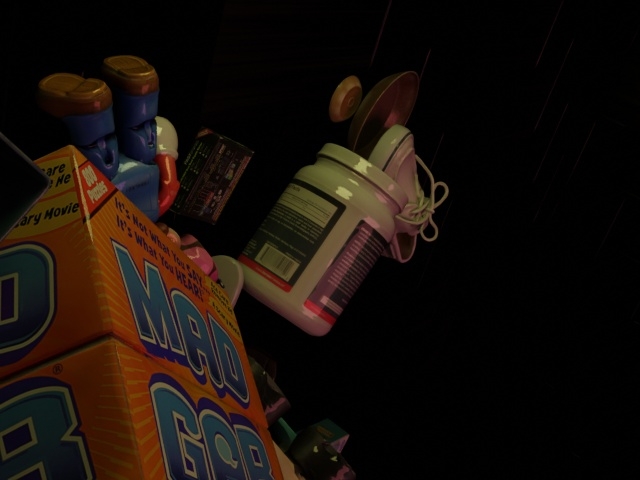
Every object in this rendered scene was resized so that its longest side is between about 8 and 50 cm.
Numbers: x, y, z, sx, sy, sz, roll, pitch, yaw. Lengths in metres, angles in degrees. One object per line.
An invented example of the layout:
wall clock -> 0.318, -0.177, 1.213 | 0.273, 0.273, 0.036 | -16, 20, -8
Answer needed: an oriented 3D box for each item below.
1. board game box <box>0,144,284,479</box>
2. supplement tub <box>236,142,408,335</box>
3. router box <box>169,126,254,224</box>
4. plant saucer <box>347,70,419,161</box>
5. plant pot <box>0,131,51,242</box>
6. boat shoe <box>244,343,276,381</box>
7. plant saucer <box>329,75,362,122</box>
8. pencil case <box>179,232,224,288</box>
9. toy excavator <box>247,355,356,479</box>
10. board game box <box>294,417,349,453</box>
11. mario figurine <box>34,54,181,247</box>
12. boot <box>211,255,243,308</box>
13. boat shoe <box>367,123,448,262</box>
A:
board game box -> -0.261, 0.205, 0.736 | 0.356, 0.356, 0.356 | -23, 153, 5
supplement tub -> 0.000, 0.000, 1.312 | 0.272, 0.191, 0.191 | -55, 154, -5
router box -> -0.155, -0.088, 1.118 | 0.122, 0.038, 0.092 | -60, 154, 5
plant saucer -> 0.103, -0.215, 1.418 | 0.198, 0.036, 0.198 | -48, 161, -23
plant pot -> -0.355, -0.069, 0.560 | 0.165, 0.234, 0.165 | -53, 155, -12
boat shoe -> -0.197, 0.325, 1.430 | 0.324, 0.123, 0.120 | -55, -176, -2
plant saucer -> 0.046, -0.232, 1.342 | 0.083, 0.015, 0.083 | -41, 149, -32
pencil case -> -0.236, 0.083, 1.110 | 0.209, 0.095, 0.098 | -37, 162, -33
toy excavator -> -0.095, 0.399, 1.308 | 0.222, 0.433, 0.445 | -41, -177, -14
board game box -> -0.088, 0.582, 1.919 | 0.336, 0.079, 0.253 | -4, 121, -60
mario figurine -> -0.257, -0.047, 0.939 | 0.198, 0.170, 0.320 | -7, 121, -14
boot -> -0.186, 0.134, 1.265 | 0.258, 0.095, 0.123 | -54, 161, 10
boat shoe -> 0.163, -0.062, 1.522 | 0.136, 0.156, 0.367 | -47, 160, -27
